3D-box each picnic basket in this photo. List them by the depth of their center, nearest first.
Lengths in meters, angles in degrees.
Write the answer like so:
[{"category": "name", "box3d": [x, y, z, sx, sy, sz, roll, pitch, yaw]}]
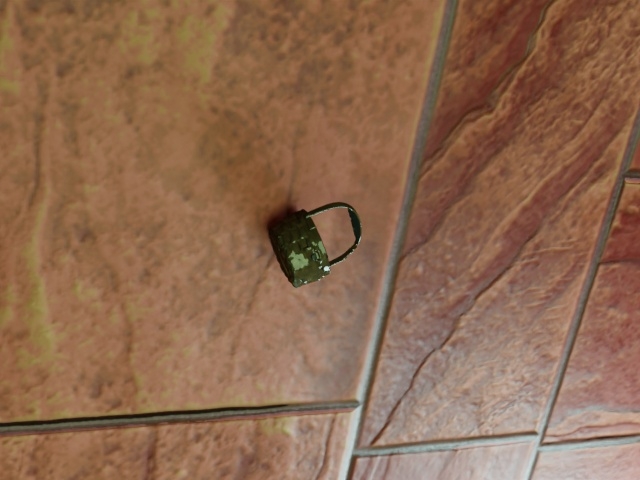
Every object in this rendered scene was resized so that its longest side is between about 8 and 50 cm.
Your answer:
[{"category": "picnic basket", "box3d": [0.000, 0.000, 0.840, 0.083, 0.072, 0.072, -23, 121, -12]}]
